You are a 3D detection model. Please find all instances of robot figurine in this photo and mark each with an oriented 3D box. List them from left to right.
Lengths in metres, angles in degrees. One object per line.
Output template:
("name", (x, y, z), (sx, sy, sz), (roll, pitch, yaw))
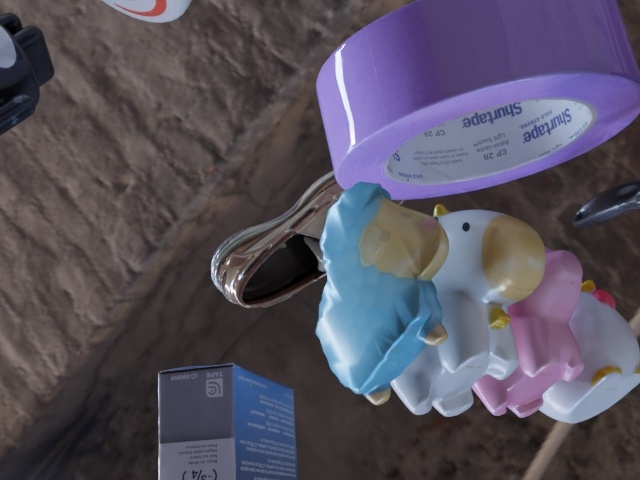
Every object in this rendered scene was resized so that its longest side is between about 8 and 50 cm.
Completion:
("robot figurine", (-0.539, -0.229, 1.446), (0.278, 0.209, 0.174), (-42, -71, -30))

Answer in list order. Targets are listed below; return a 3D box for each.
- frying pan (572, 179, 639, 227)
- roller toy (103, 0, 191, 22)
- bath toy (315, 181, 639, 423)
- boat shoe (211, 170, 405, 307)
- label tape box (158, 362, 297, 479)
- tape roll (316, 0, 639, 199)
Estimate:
("frying pan", (0.289, -0.031, 0.764), (0.053, 0.326, 0.197), (26, -128, -2))
("roller toy", (-0.245, -0.395, 1.295), (0.209, 0.146, 0.191), (12, 156, 37))
("bath toy", (0.141, 0.054, 0.747), (0.348, 0.151, 0.129), (19, -147, -47))
("boat shoe", (0.000, 0.000, 1.382), (0.123, 0.324, 0.116), (58, 176, -31))
("label tape box", (-0.104, 0.335, 1.168), (0.240, 0.105, 0.334), (45, -141, -67))
("tape roll", (0.138, -0.124, 0.848), (0.274, 0.274, 0.090), (8, -114, -53))
